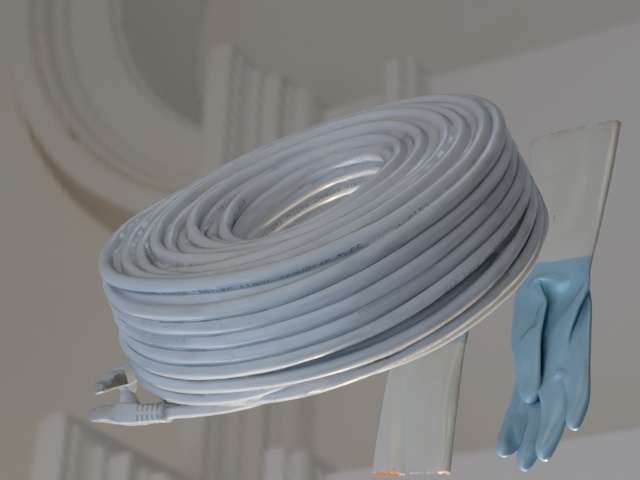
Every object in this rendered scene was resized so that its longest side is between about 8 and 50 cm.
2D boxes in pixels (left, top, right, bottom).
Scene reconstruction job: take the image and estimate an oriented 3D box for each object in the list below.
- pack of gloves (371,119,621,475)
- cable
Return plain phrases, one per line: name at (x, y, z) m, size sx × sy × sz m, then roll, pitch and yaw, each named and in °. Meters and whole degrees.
pack of gloves at (0.128, 0.048, 1.044) m, size 0.046 × 0.195 × 0.232 m, roll 21°, pitch -109°, yaw -34°
cable at (0.000, 0.000, 0.886) m, size 0.257 × 0.257 × 0.089 m, roll -48°, pitch -59°, yaw -49°
